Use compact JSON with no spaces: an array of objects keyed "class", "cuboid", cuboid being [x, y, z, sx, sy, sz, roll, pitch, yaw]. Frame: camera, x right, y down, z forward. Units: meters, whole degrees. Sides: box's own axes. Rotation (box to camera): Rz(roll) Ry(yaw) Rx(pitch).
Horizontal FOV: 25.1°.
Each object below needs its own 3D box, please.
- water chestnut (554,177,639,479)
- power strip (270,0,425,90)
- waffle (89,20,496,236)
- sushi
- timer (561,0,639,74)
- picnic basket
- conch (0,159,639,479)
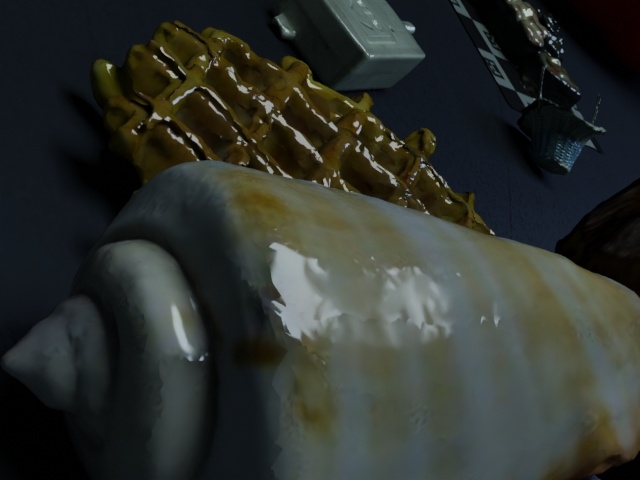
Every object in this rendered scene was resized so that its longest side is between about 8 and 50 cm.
[{"class":"water chestnut","cuboid":[0.267,0.083,0.876,0.300,0.300,0.300,39,27,-25]},{"class":"power strip","cuboid":[0.030,-0.146,1.011,0.075,0.042,0.175,54,24,9]},{"class":"waffle","cuboid":[0.000,0.000,0.737,0.293,0.069,0.260,10,45,-51]},{"class":"sushi","cuboid":[0.200,-0.199,1.366,0.192,0.050,0.215,16,42,-52]},{"class":"timer","cuboid":[0.399,-0.377,1.686,0.378,0.279,0.378,37,27,-23]},{"class":"picnic basket","cuboid":[0.201,-0.099,1.203,0.065,0.083,0.083,24,78,-21]},{"class":"conch","cuboid":[0.015,0.042,0.524,0.255,0.127,0.158,-7,75,-13]}]
